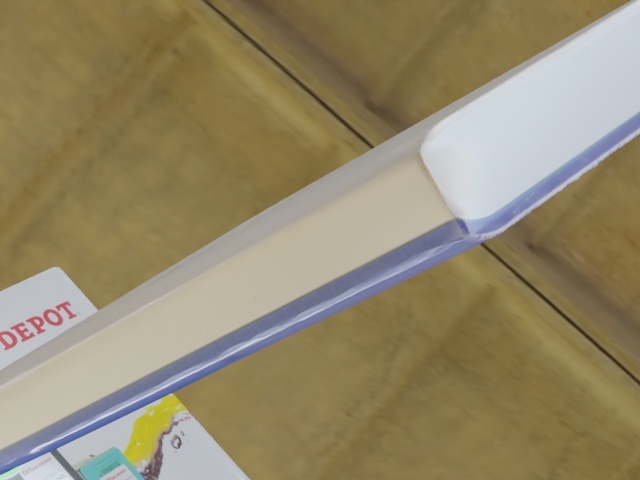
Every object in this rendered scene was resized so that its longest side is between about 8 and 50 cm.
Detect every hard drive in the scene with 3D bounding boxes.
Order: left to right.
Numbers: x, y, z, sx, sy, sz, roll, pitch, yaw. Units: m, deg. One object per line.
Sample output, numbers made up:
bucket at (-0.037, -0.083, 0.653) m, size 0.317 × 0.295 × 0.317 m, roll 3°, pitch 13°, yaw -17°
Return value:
hard drive at (0.000, 0.000, 0.777) m, size 0.318 × 0.210 × 0.040 m, roll -28°, pitch -87°, yaw 45°

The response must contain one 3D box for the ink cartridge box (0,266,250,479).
ink cartridge box at (-0.163, 0.193, 1.085) m, size 0.270 × 0.198 × 0.197 m, roll 47°, pitch -60°, yaw 8°
